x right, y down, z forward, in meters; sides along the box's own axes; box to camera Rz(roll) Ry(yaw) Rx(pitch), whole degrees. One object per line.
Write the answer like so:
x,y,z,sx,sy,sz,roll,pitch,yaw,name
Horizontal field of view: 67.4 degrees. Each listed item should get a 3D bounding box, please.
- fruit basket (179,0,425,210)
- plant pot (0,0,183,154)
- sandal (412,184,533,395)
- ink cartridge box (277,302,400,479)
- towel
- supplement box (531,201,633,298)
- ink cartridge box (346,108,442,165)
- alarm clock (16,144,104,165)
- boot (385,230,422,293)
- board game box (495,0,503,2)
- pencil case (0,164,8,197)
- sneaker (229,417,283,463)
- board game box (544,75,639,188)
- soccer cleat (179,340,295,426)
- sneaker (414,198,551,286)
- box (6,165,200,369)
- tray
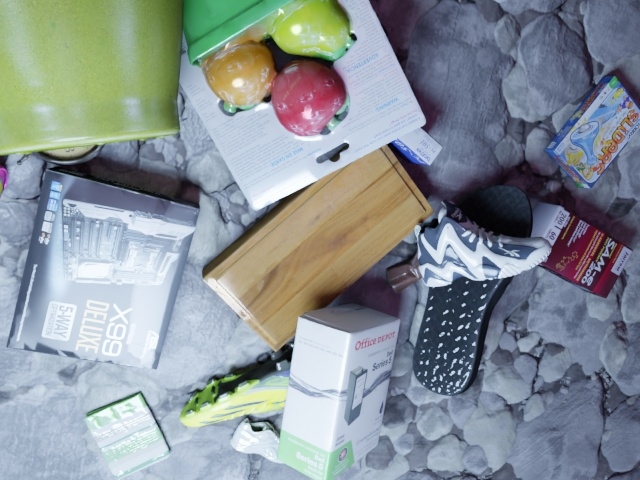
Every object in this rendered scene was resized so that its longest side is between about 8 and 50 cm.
-0.053,-0.272,0.771,0.327,0.165,0.352,-27,107,13,fruit basket
-0.328,-0.294,0.603,0.367,0.366,0.352,-10,103,-13,plant pot
0.309,0.098,0.996,0.107,0.168,0.444,9,102,-54,sandal
0.038,0.270,0.899,0.199,0.115,0.272,0,101,-56,ink cartridge box
-0.373,0.379,0.934,0.113,0.023,0.151,-21,105,-12,towel
0.563,0.023,1.071,0.240,0.073,0.130,24,95,-19,supplement box
0.120,-0.219,0.885,0.207,0.097,0.046,35,92,-19,ink cartridge box
-0.392,-0.188,0.772,0.192,0.064,0.129,-12,97,-18,alarm clock
0.177,0.042,0.993,0.114,0.037,0.106,-27,72,15,boot
0.314,-0.624,0.868,0.193,0.053,0.304,17,98,-17,board game box
-0.612,-0.104,0.720,0.237,0.104,0.104,17,97,-16,pencil case
-0.106,0.415,0.993,0.152,0.054,0.061,23,93,-18,sneaker
0.600,-0.232,1.042,0.136,0.035,0.201,38,91,-19,board game box
-0.129,0.306,0.942,0.290,0.093,0.121,-24,110,-9,soccer cleat
0.280,-0.011,0.876,0.094,0.235,0.152,-35,107,-53,sneaker
-0.366,0.054,0.829,0.243,0.076,0.307,15,98,-18,box
0.000,0.000,0.917,0.411,0.076,0.202,-41,109,-2,tray
